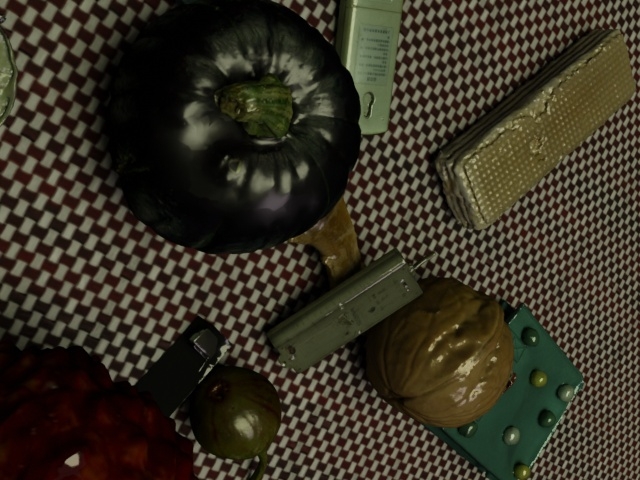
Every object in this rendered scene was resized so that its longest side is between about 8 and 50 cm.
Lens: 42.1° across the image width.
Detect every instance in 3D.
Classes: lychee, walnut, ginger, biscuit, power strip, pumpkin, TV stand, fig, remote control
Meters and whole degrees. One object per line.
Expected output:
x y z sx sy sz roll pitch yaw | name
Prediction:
-0.306 0.291 0.798 0.425 0.500 0.424 0 125 1 | lychee
0.181 0.164 1.248 0.228 0.228 0.227 -11 109 -34 | walnut
0.000 0.000 1.146 0.131 0.086 0.294 -49 132 -36 | ginger
0.357 -0.190 1.359 0.426 0.078 0.144 -40 122 -22 | biscuit
0.050 0.091 1.170 0.268 0.034 0.092 -33 133 1 | power strip
-0.079 -0.132 0.915 0.296 0.296 0.295 -11 109 -34 | pumpkin
-0.219 0.210 1.062 0.256 0.040 0.049 -48 126 -16 | TV stand
-0.101 0.272 1.132 0.124 0.124 0.236 -35 133 -24 | fig
0.064 -0.262 1.144 0.098 0.038 0.233 -4 106 -36 | remote control

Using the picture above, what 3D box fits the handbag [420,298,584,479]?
0.334 0.281 1.460 0.268 0.100 0.274 -52 127 -13 | handbag

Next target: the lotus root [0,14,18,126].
-0.403 -0.172 0.797 0.204 0.078 0.183 -21 128 -23 | lotus root

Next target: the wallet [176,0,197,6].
-0.146 -0.443 0.928 0.251 0.054 0.290 -45 130 -13 | wallet
